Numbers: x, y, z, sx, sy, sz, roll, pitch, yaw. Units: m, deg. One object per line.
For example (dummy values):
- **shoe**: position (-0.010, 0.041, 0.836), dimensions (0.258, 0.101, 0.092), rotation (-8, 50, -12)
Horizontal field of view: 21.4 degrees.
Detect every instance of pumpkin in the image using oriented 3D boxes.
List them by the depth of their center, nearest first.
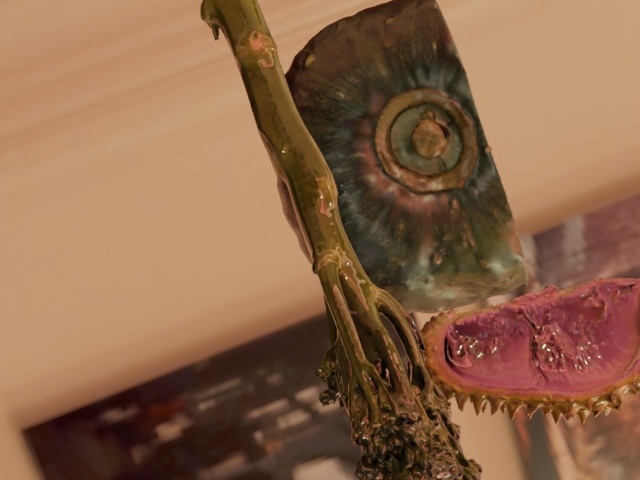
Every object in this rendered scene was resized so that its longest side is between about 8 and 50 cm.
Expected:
- **pumpkin**: position (0.058, -0.068, 1.569), dimensions (0.263, 0.197, 0.293), rotation (-83, 155, -78)

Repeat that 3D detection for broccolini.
- **broccolini**: position (-0.005, 0.000, 1.043), dimensions (0.079, 0.074, 0.392), rotation (27, 34, -49)

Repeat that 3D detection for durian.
- **durian**: position (0.286, 0.158, 2.110), dimensions (0.112, 0.341, 0.191), rotation (69, 10, -54)
